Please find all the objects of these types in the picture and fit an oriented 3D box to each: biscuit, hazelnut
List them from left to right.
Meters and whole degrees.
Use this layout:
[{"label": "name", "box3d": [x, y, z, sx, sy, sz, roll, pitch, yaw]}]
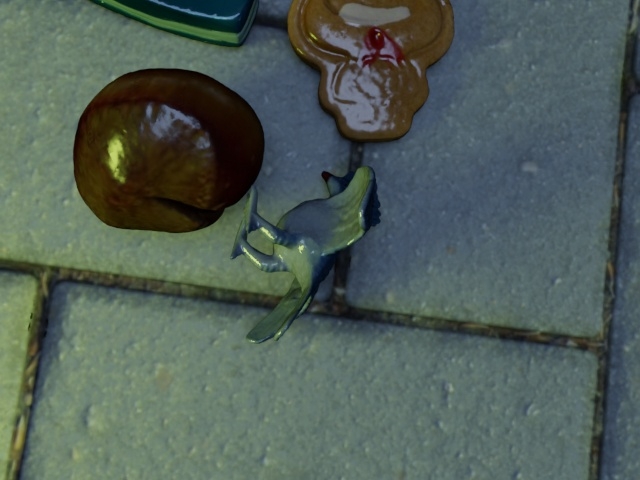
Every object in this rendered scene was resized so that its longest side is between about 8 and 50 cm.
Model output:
[{"label": "hazelnut", "box3d": [-0.163, -0.097, 0.702, 0.204, 0.178, 0.178, -28, 88, 33]}, {"label": "biscuit", "box3d": [0.061, -0.283, 0.806, 0.202, 0.047, 0.333, 0, 85, -6]}]

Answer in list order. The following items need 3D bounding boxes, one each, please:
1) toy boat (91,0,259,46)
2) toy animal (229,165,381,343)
[{"label": "toy boat", "box3d": [-0.218, -0.311, 0.770, 0.299, 0.062, 0.096, 20, 84, -4]}, {"label": "toy animal", "box3d": [0.000, 0.000, 0.699, 0.176, 0.239, 0.255, 12, 48, -18]}]
